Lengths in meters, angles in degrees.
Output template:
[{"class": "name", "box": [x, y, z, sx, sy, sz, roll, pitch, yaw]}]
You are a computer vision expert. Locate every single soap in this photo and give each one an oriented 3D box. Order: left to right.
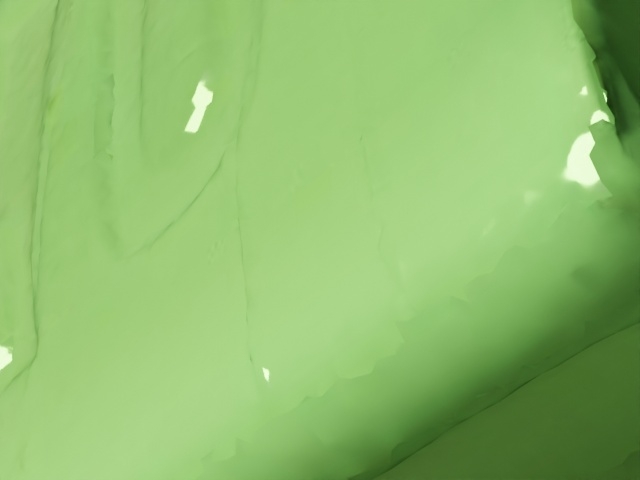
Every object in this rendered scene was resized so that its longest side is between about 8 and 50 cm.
[{"class": "soap", "box": [0.000, 0.000, 0.741, 0.435, 0.213, 0.350, -34, 42, 36]}]
